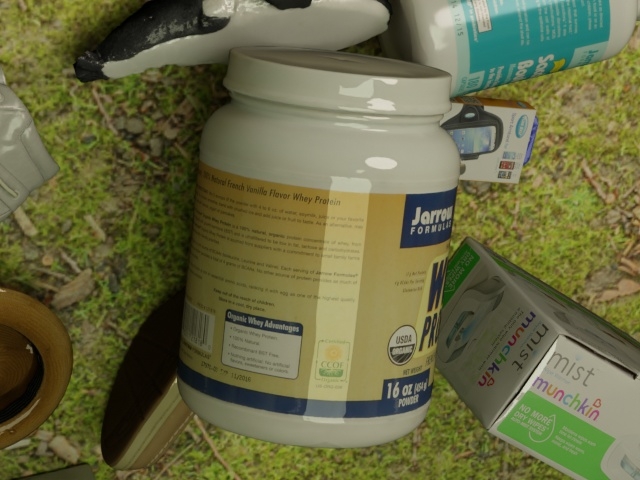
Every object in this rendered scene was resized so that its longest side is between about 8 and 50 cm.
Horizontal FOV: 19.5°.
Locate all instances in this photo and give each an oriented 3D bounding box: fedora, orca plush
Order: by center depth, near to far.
[{"bbox_3d":[-0.087,-0.209,1.681,0.287,0.102,0.151,-18,152,4],"label":"orca plush"},{"bbox_3d":[-0.330,0.109,1.737,0.194,0.079,0.194,-11,120,-20],"label":"fedora"}]

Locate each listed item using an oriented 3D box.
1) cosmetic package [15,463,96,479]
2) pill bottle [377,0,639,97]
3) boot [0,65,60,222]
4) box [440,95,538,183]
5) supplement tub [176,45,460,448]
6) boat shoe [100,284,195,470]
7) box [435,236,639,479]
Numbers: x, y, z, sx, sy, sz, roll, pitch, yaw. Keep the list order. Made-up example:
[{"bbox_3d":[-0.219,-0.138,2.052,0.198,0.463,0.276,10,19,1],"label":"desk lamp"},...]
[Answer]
[{"bbox_3d":[-0.307,0.361,1.693,0.284,0.377,0.097,-9,116,-15],"label":"cosmetic package"},{"bbox_3d":[0.191,-0.223,1.726,0.264,0.146,0.146,-14,118,-12],"label":"pill bottle"},{"bbox_3d":[-0.336,-0.123,1.629,0.123,0.095,0.258,-40,126,-10],"label":"boot"},{"bbox_3d":[0.154,-0.100,1.842,0.136,0.028,0.081,4,113,-19],"label":"box"},{"bbox_3d":[0.000,0.000,1.614,0.228,0.228,0.316,2,102,-21],"label":"supplement tub"},{"bbox_3d":[-0.088,0.091,1.791,0.110,0.121,0.341,30,100,-28],"label":"boat shoe"},{"bbox_3d":[0.251,0.140,1.875,0.262,0.231,0.127,30,101,-30],"label":"box"}]
